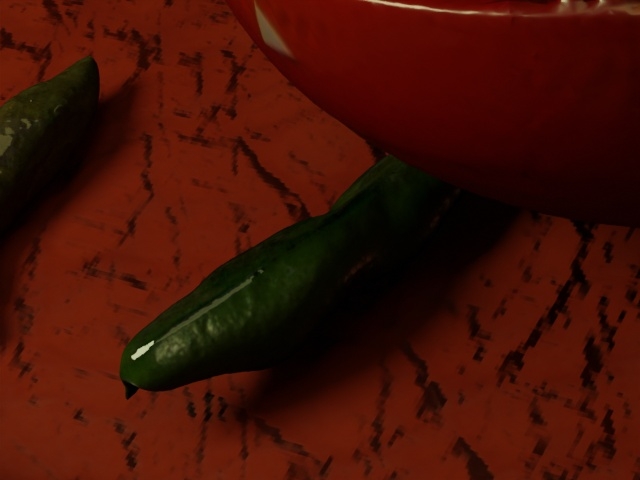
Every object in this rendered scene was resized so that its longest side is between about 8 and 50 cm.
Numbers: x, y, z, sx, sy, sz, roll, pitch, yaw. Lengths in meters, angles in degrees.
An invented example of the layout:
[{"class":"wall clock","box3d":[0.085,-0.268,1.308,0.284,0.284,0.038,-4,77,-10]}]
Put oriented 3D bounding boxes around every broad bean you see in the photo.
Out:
[{"class":"broad bean","box3d":[0.007,-0.001,0.731,0.061,0.046,0.195,3,40,45]}]

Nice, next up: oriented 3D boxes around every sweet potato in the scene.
[{"class":"sweet potato","box3d":[-0.133,-0.023,0.813,0.041,0.038,0.153,-14,40,41]}]

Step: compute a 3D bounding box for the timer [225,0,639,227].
[{"class":"timer","box3d":[0.133,-0.169,0.666,0.378,0.279,0.378,-9,30,5]}]
